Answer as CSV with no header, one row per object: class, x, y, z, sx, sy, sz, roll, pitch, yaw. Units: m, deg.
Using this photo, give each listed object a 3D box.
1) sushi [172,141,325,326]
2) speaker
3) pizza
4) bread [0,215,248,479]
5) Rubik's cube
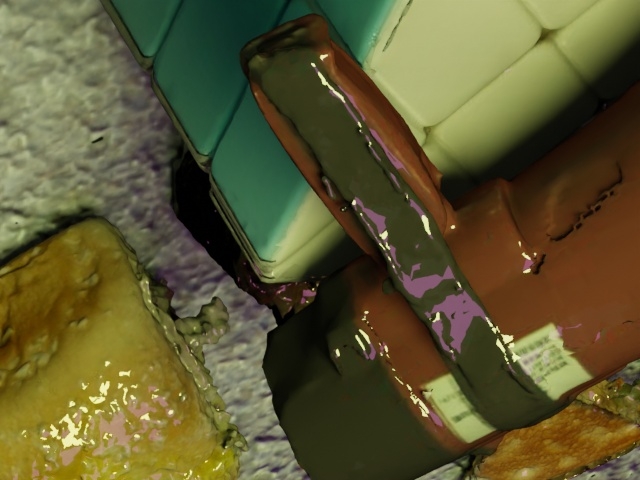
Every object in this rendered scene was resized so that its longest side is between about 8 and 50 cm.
sushi,0.000,0.000,1.227,0.147,0.115,0.212,-46,144,14
speaker,0.113,-0.005,0.880,0.329,0.198,0.259,-28,157,8
pizza,0.172,0.133,1.570,0.185,0.052,0.195,-24,143,5
bread,-0.152,0.118,1.187,0.246,0.176,0.195,-32,147,-6
Rubik's cube,0.052,-0.136,1.017,0.221,0.225,0.231,0,133,-37
